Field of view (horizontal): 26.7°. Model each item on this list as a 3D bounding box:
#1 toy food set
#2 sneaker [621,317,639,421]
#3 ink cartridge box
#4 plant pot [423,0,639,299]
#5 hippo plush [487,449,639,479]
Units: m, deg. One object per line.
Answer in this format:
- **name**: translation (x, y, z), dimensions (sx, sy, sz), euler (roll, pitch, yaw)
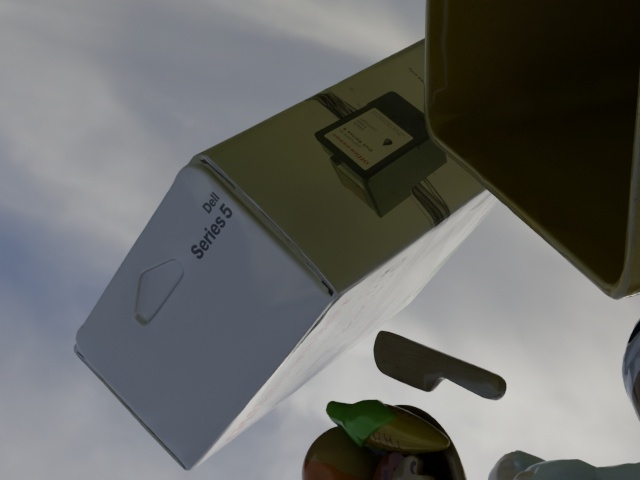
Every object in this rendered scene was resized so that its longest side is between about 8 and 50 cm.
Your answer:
- **toy food set**: translation (0.029, 0.148, 0.720), dimensions (0.039, 0.192, 0.132), euler (13, 180, -32)
- **sneaker**: translation (0.224, 0.041, 0.725), dimensions (0.282, 0.099, 0.153), euler (18, -144, -44)
- **ink cartridge box**: translation (0.000, 0.000, 0.863), dimensions (0.115, 0.198, 0.273), euler (46, -139, 10)
- **plant pot**: translation (0.168, -0.121, 0.563), dimensions (0.187, 0.212, 0.212), euler (-6, -156, -15)
- **hippo plush**: translation (0.253, 0.292, 1.163), dimensions (0.294, 0.234, 0.236), euler (3, 166, 8)
